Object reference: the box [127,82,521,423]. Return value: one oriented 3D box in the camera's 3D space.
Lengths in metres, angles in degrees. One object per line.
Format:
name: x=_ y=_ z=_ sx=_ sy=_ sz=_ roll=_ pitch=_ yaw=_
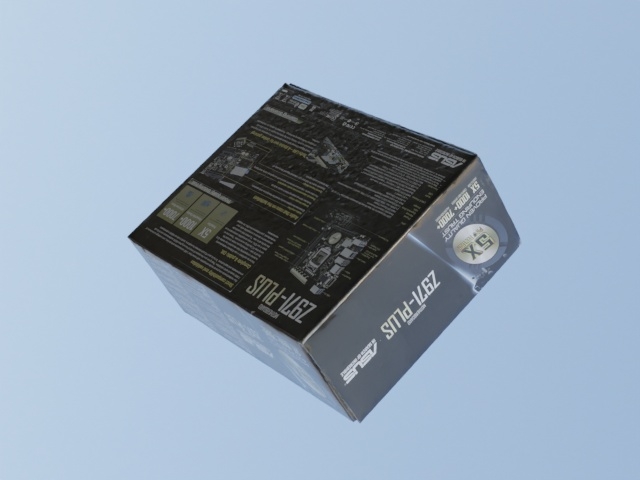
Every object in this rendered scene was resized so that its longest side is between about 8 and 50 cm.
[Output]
box: x=0.000 y=0.000 z=0.791 sx=0.147 sy=0.077 sz=0.180 roll=-46 pitch=-139 yaw=-16
